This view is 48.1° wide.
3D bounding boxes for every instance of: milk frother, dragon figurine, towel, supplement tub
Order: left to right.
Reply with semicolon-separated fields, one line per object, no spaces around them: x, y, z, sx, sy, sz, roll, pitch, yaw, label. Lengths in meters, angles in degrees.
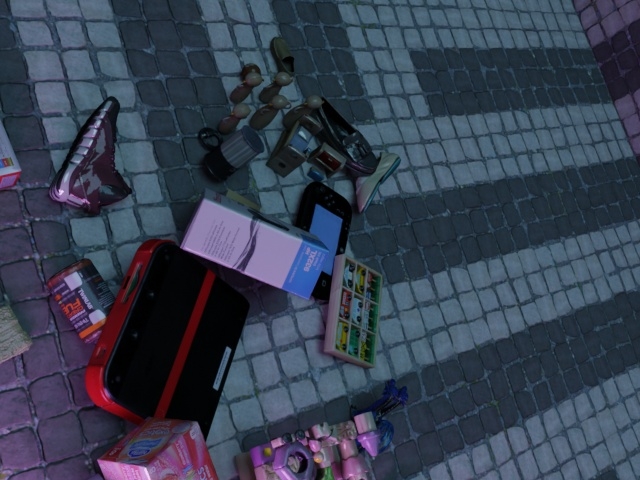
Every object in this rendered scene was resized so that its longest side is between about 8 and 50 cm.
-0.663;0.201;1.425;0.148;0.027;0.110;-32;90;-36;towel
-0.483;0.143;1.518;0.106;0.106;0.198;-34;92;-38;supplement tub
-0.229;-0.250;1.819;0.143;0.134;0.129;54;22;-8;milk frother
0.121;0.471;1.771;0.085;0.144;0.289;40;55;-14;dragon figurine

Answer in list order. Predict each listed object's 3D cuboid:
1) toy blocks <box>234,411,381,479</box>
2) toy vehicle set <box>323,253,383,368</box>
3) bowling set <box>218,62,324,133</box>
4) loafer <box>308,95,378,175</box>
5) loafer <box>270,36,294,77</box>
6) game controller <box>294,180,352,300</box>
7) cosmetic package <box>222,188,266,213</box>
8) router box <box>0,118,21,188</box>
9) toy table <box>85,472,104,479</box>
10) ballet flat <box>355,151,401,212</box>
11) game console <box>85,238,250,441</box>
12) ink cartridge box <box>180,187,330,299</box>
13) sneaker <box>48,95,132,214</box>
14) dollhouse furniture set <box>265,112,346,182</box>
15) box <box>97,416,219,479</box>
0.001;0.544;1.550;0.288;0.309;0.260;-6;69;-31;toy blocks
0.091;0.189;1.902;0.166;0.035;0.267;28;59;-39;toy vehicle set
-0.157;-0.404;1.915;0.287;0.154;0.200;-16;82;-37;bowling set
0.065;-0.296;2.034;0.267;0.084;0.096;45;56;6;loafer
-0.101;-0.526;2.065;0.056;0.050;0.148;-10;78;-36;loafer
0.000;0.000;1.921;0.166;0.067;0.319;25;60;-24;game controller
-0.203;-0.076;1.829;0.115;0.041;0.060;29;59;-22;cosmetic package
-0.822;-0.243;1.455;0.301;0.082;0.336;-19;84;-37;router box
-0.432;0.578;1.320;0.160;0.274;0.252;-23;119;-27;toy table
0.149;-0.178;2.092;0.086;0.086;0.248;46;52;-11;ballet flat
-0.320;0.223;1.574;0.342;0.060;0.387;45;50;-42;game console
-0.154;0.002;1.667;0.307;0.223;0.129;23;96;-12;ink cartridge box
-0.492;-0.182;1.653;0.162;0.106;0.281;33;67;-27;sneaker
-0.023;-0.225;1.952;0.183;0.129;0.129;35;57;-18;dollhouse furniture set
-0.292;0.516;1.404;0.154;0.142;0.300;-38;117;-51;box
